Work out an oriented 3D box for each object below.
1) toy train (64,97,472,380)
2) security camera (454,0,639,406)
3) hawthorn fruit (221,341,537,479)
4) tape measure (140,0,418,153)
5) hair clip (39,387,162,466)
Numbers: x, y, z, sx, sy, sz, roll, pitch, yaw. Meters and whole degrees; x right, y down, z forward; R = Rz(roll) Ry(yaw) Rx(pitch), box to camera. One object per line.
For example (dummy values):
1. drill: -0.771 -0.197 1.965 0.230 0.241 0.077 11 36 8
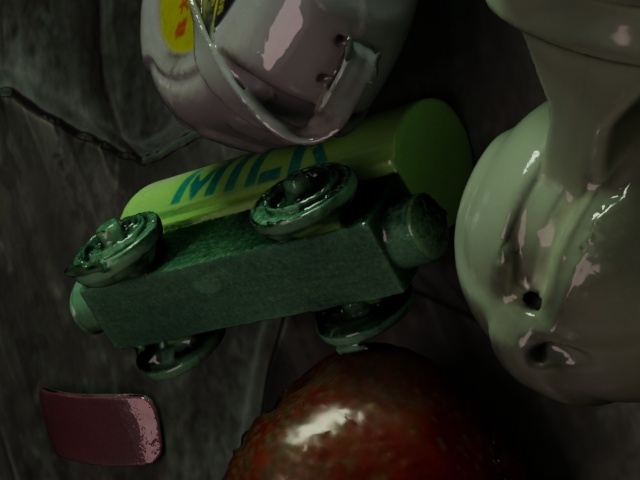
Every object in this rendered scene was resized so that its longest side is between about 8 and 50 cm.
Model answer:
1. toy train: -0.027 -0.007 0.903 0.253 0.157 0.105 -15 117 36
2. security camera: 0.152 -0.055 0.696 0.197 0.191 0.277 21 117 33
3. hawthorn fruit: 0.053 0.167 0.857 0.235 0.181 0.181 35 124 11
4. tape measure: -0.024 -0.151 0.867 0.197 0.120 0.236 -18 62 54
5. hair clip: -0.168 0.136 1.165 0.137 0.022 0.054 -1 102 44
